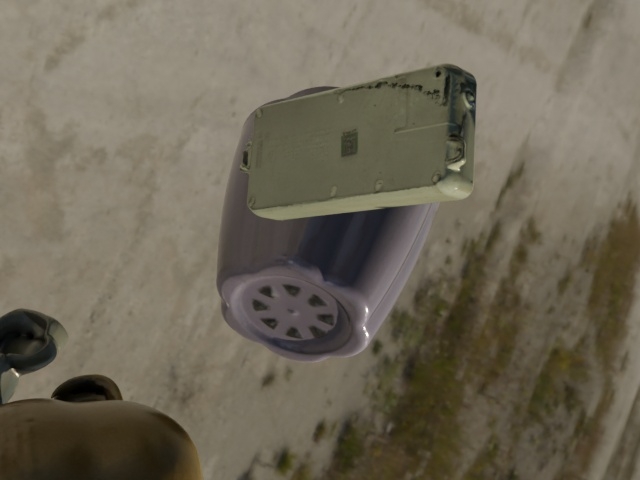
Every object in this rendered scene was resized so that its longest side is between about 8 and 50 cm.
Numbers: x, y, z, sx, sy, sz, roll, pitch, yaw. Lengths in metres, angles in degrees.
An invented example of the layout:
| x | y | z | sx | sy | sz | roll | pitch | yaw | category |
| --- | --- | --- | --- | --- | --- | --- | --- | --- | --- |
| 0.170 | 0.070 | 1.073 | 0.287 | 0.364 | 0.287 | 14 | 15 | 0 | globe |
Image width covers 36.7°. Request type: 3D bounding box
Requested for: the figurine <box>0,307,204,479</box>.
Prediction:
| x | y | z | sx | sy | sz | roll | pitch | yaw | category |
| --- | --- | --- | --- | --- | --- | --- | --- | --- | --- |
| -0.221 | 0.194 | 0.665 | 0.285 | 0.342 | 0.167 | -16 | 160 | -12 | figurine |

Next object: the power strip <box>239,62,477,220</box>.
| x | y | z | sx | sy | sz | roll | pitch | yaw | category |
| --- | --- | --- | --- | --- | --- | --- | --- | --- | --- |
| 0.021 | -0.061 | 0.627 | 0.035 | 0.192 | 0.081 | 13 | 77 | -45 | power strip |

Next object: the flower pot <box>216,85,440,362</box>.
| x | y | z | sx | sy | sz | roll | pitch | yaw | category |
| --- | --- | --- | --- | --- | --- | --- | --- | --- | --- |
| 0.000 | 0.000 | 1.122 | 0.265 | 0.265 | 0.243 | 82 | 19 | -49 | flower pot |
